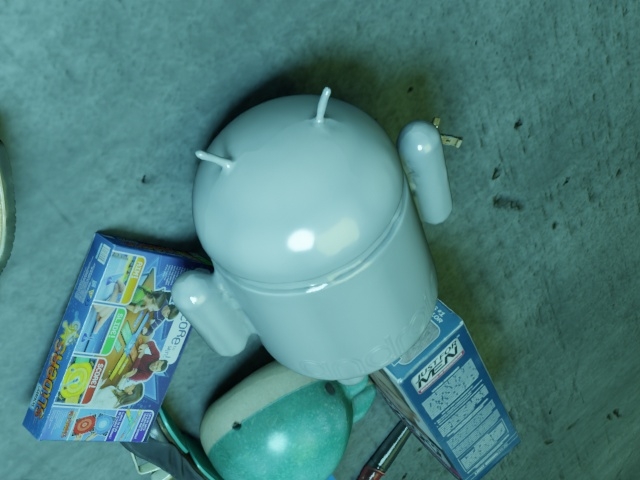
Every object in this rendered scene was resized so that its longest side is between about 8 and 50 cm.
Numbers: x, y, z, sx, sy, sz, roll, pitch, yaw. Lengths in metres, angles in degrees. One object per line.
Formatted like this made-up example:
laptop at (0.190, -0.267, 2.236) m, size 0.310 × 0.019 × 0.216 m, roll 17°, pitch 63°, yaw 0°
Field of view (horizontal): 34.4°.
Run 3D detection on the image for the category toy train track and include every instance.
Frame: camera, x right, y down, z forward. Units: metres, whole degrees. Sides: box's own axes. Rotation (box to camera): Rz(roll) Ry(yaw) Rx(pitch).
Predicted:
toy train track at (0.140, -0.116, 1.195) m, size 0.083 × 0.014 × 0.048 m, roll 3°, pitch 120°, yaw -46°

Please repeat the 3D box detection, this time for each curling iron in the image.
curling iron at (0.071, 0.336, 1.498) m, size 0.274 × 0.035 × 0.068 m, roll -48°, pitch 143°, yaw 0°

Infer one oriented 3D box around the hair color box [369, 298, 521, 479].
hair color box at (0.128, 0.164, 1.294) m, size 0.105 × 0.174 × 0.347 m, roll -41°, pitch 142°, yaw -8°

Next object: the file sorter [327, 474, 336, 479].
file sorter at (-0.060, 0.357, 1.308) m, size 0.170 × 0.118 × 0.104 m, roll -23°, pitch 140°, yaw -19°

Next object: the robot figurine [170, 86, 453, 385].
robot figurine at (0.000, 0.000, 1.004) m, size 0.300 × 0.200 × 0.353 m, roll -37°, pitch 141°, yaw -9°

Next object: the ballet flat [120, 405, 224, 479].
ballet flat at (-0.170, 0.245, 1.163) m, size 0.074 × 0.074 × 0.203 m, roll -41°, pitch 143°, yaw -10°

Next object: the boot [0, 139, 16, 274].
boot at (-0.319, 0.005, 0.806) m, size 0.137 × 0.077 × 0.198 m, roll -6°, pitch 125°, yaw -35°

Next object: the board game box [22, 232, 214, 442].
board game box at (-0.193, 0.100, 1.009) m, size 0.136 × 0.035 × 0.201 m, roll 15°, pitch 100°, yaw -49°

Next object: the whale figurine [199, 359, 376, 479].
whale figurine at (-0.016, 0.224, 1.219) m, size 0.216 × 0.141 × 0.272 m, roll -38°, pitch 158°, yaw 19°
